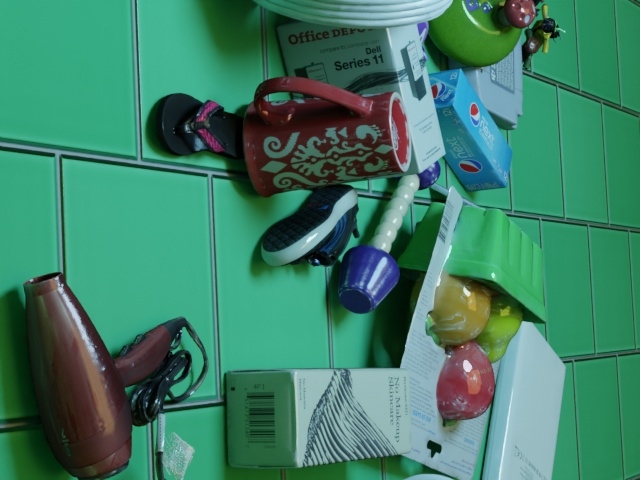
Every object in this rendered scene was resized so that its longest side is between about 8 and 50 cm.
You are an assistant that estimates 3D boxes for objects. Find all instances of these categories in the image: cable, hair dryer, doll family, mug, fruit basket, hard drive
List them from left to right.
[{"bbox_3d":[-0.199,0.131,1.293,0.293,0.080,0.223,57,24,-48],"label":"hair dryer"},{"bbox_3d":[0.005,-0.115,1.531,0.150,0.169,0.113,29,58,-70],"label":"mug"},{"bbox_3d":[0.030,-0.317,1.562,0.257,0.257,0.089,-105,-162,-60],"label":"cable"},{"bbox_3d":[0.180,0.136,1.880,0.327,0.165,0.353,33,75,-58],"label":"fruit basket"},{"bbox_3d":[0.327,0.302,2.183,0.203,0.040,0.307,47,47,-47],"label":"hard drive"},{"bbox_3d":[0.355,-0.375,2.246,0.111,0.076,0.193,150,-64,-77],"label":"doll family"}]

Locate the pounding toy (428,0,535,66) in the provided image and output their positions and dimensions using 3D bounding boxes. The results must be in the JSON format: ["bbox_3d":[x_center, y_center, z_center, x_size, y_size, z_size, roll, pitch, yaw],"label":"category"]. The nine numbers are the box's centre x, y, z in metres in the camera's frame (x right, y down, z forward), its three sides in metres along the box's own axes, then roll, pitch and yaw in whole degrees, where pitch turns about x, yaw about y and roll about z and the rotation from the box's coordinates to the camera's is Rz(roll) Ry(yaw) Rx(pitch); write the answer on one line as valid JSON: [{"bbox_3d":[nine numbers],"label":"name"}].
[{"bbox_3d":[0.251,-0.380,2.006,0.183,0.110,0.236,18,72,-27],"label":"pounding toy"}]

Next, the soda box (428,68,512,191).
[{"bbox_3d":[0.214,-0.160,2.028,0.210,0.067,0.071,50,45,-46],"label":"soda box"}]

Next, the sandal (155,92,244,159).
[{"bbox_3d":[-0.117,-0.122,1.476,0.179,0.040,0.067,3,84,-60],"label":"sandal"}]

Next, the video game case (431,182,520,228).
[{"bbox_3d":[0.225,-0.047,1.990,0.087,0.122,0.011,18,101,-58],"label":"video game case"}]

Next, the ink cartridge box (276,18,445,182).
[{"bbox_3d":[0.049,-0.183,1.663,0.087,0.153,0.208,-37,116,-56],"label":"ink cartridge box"}]

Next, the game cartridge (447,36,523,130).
[{"bbox_3d":[0.258,-0.336,2.147,0.198,0.062,0.297,13,75,-55],"label":"game cartridge"}]

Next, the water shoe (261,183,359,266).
[{"bbox_3d":[0.000,0.000,1.630,0.203,0.073,0.080,-42,124,-54],"label":"water shoe"}]

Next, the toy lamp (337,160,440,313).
[{"bbox_3d":[0.088,-0.015,1.780,0.080,0.080,0.274,62,37,-34],"label":"toy lamp"}]

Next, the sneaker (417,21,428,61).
[{"bbox_3d":[0.121,-0.257,1.878,0.068,0.071,0.170,65,35,-31],"label":"sneaker"}]

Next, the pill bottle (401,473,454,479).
[{"bbox_3d":[0.194,0.437,1.797,0.318,0.176,0.176,43,50,-49],"label":"pill bottle"}]

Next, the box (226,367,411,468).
[{"bbox_3d":[0.004,0.201,1.584,0.275,0.094,0.113,6,81,-59],"label":"box"}]
